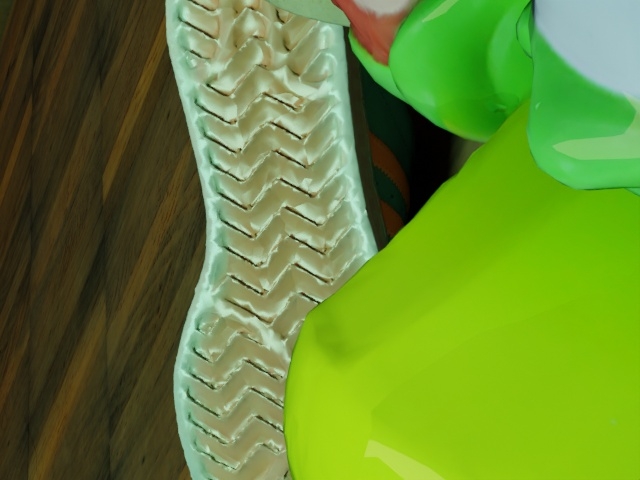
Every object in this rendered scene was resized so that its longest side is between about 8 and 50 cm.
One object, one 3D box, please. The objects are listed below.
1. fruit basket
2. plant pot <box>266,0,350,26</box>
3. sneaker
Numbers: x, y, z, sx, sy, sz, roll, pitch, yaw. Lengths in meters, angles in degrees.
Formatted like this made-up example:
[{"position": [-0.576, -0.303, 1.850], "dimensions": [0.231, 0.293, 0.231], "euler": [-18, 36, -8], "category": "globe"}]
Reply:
[{"position": [0.067, -0.021, 0.421], "dimensions": [0.392, 0.283, 0.392], "euler": [-49, 24, 30], "category": "fruit basket"}, {"position": [0.038, -0.225, 0.665], "dimensions": [0.256, 0.257, 0.274], "euler": [-117, 25, -62], "category": "plant pot"}, {"position": [0.000, 0.000, 0.838], "dimensions": [0.121, 0.108, 0.302], "euler": [-9, -83, -70], "category": "sneaker"}]
